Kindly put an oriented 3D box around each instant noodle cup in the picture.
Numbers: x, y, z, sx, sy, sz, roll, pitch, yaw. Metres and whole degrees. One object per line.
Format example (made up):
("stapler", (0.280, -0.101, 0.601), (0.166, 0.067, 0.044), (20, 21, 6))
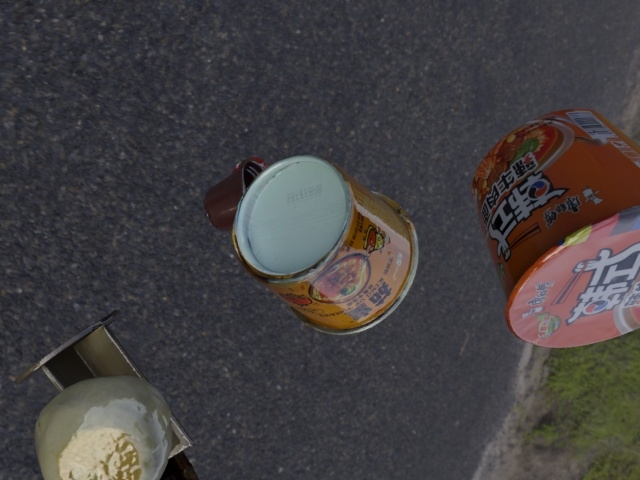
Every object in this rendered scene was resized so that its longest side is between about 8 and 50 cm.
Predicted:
("instant noodle cup", (0.306, -0.022, 0.658), (0.250, 0.192, 0.250), (-7, 139, -6))
("instant noodle cup", (0.000, 0.000, 0.721), (0.216, 0.215, 0.172), (-62, 146, -6))

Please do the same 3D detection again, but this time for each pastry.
("pastry", (-0.247, 0.231, 0.635), (0.156, 0.092, 0.157), (-1, 98, -8))

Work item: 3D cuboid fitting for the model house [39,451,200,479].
("model house", (-0.402, 0.428, 0.988), (0.282, 0.317, 0.297), (-26, 147, -28))

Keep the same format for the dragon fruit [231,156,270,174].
("dragon fruit", (-0.152, -0.141, 1.357), (0.142, 0.130, 0.121), (34, 49, -29))

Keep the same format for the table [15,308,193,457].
("table", (-0.300, 0.241, 0.815), (0.167, 0.167, 0.227), (-37, 93, -29))

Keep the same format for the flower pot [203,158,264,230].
("flower pot", (-0.130, -0.062, 0.883), (0.111, 0.089, 0.111), (51, 28, -41))
